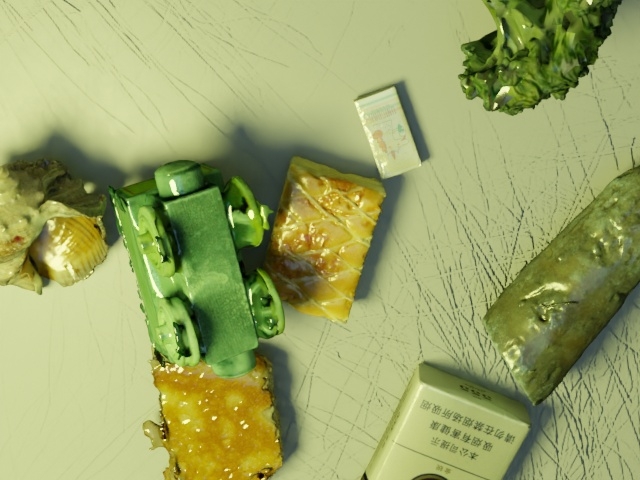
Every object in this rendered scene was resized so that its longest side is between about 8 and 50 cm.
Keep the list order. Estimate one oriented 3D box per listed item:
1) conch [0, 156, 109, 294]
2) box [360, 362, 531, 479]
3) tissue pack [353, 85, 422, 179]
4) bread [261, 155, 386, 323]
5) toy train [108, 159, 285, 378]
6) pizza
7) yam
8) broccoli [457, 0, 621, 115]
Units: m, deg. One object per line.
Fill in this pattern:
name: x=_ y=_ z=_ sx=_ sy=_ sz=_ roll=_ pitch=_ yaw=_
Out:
conch: x=-0.352 y=-0.012 z=1.381 sx=0.178 sy=0.163 sz=0.245 roll=12 pitch=140 yaw=7
box: x=0.153 y=0.310 z=1.511 sx=0.168 sy=0.071 sz=0.259 roll=21 pitch=107 yaw=-6
tissue pack: x=0.084 y=-0.133 z=1.387 sx=0.056 sy=0.023 sz=0.108 roll=-18 pitch=107 yaw=7
bread: x=0.000 y=0.001 z=1.412 sx=0.125 sy=0.068 sz=0.188 roll=15 pitch=109 yaw=-3
toy train: x=-0.148 y=0.031 z=1.357 sx=0.159 sy=0.188 sz=0.272 roll=-19 pitch=107 yaw=-20
pizza: x=-0.143 y=0.268 z=1.507 sx=0.189 sy=0.071 sz=0.297 roll=-1 pitch=110 yaw=-1
yam: x=0.324 y=0.047 z=1.384 sx=0.133 sy=0.133 sz=0.330 roll=36 pitch=104 yaw=-10
broccoli: x=0.195 y=-0.323 z=1.200 sx=0.301 sy=0.249 sz=0.375 roll=3 pitch=99 yaw=9
